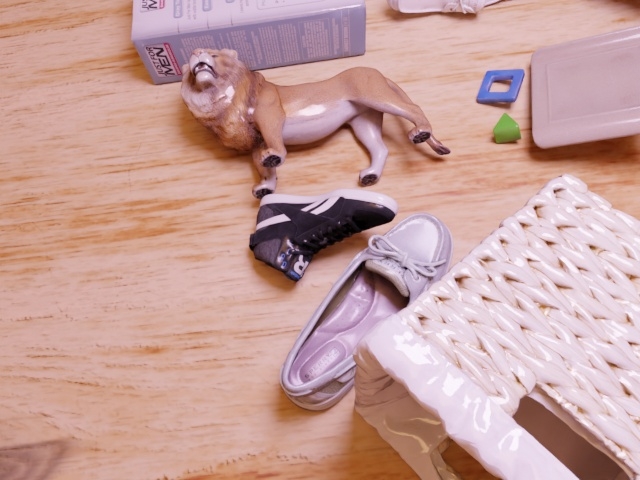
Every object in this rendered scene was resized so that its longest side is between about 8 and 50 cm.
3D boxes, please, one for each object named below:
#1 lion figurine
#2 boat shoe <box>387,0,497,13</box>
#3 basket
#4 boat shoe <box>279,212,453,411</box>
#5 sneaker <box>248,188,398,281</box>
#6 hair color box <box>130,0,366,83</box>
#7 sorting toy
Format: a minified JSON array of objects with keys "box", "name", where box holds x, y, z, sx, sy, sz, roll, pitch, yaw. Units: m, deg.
[{"box":[-0.013,-0.202,0.840,0.392,0.142,0.240,-5,58,-13],"name":"lion figurine"},{"box":[0.254,-0.437,0.923,0.277,0.098,0.096,-18,65,-5],"name":"boat shoe"},{"box":[0.233,0.165,0.538,0.266,0.331,0.328,-42,70,-15],"name":"basket"},{"box":[0.066,0.081,0.709,0.118,0.103,0.320,40,75,19],"name":"boat shoe"},{"box":[0.000,0.000,0.748,0.217,0.079,0.121,0,68,32],"name":"sneaker"},{"box":[-0.120,-0.400,0.930,0.375,0.113,0.185,-7,66,1],"name":"hair color box"},{"box":[0.414,-0.222,0.808,0.348,0.047,0.196,-5,57,27],"name":"sorting toy"}]
